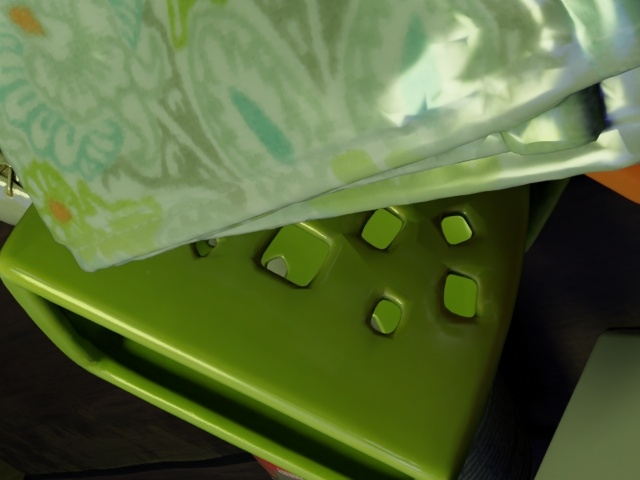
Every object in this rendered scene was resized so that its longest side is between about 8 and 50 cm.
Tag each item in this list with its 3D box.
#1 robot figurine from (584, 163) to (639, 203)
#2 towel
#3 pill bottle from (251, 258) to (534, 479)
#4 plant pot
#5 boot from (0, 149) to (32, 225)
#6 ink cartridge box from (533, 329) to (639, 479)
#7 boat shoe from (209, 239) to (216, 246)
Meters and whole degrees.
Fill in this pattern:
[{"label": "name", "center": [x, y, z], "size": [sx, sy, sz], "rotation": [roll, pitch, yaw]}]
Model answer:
[{"label": "robot figurine", "center": [0.146, -0.092, 0.509], "size": [0.219, 0.128, 0.158], "rotation": [32, 159, -13]}, {"label": "towel", "center": [-0.069, -0.171, 0.456], "size": [0.320, 0.090, 0.374], "rotation": [-13, 108, 49]}, {"label": "pill bottle", "center": [0.054, 0.140, 1.032], "size": [0.176, 0.176, 0.318], "rotation": [14, 154, 30]}, {"label": "plant pot", "center": [0.000, 0.000, 0.733], "size": [0.227, 0.207, 0.228], "rotation": [26, 167, 7]}, {"label": "boot", "center": [-0.240, -0.065, 1.058], "size": [0.165, 0.077, 0.213], "rotation": [23, 162, 14]}, {"label": "ink cartridge box", "center": [0.297, 0.278, 0.910], "size": [0.395, 0.285, 0.166], "rotation": [41, 156, -26]}, {"label": "boat shoe", "center": [-0.083, -0.021, 1.004], "size": [0.063, 0.066, 0.184], "rotation": [2, 156, 44]}]
